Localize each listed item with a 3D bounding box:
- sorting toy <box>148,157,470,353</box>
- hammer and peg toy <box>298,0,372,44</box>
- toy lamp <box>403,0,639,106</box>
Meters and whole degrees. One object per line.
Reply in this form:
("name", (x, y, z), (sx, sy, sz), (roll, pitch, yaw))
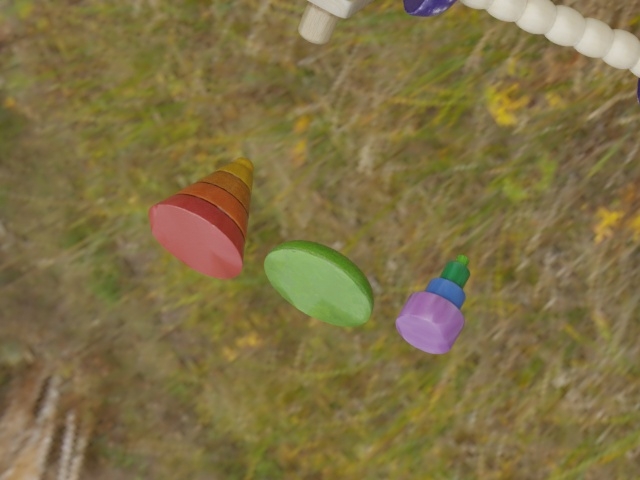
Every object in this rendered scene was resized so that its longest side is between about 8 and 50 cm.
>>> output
("sorting toy", (0.000, 0.000, 1.832), (0.366, 0.126, 0.127), (21, 149, 18))
("hammer and peg toy", (-0.077, -0.361, 1.835), (0.361, 0.266, 0.127), (30, 122, 9))
("toy lamp", (0.199, -0.154, 1.283), (0.275, 0.080, 0.080), (17, 131, -18))
